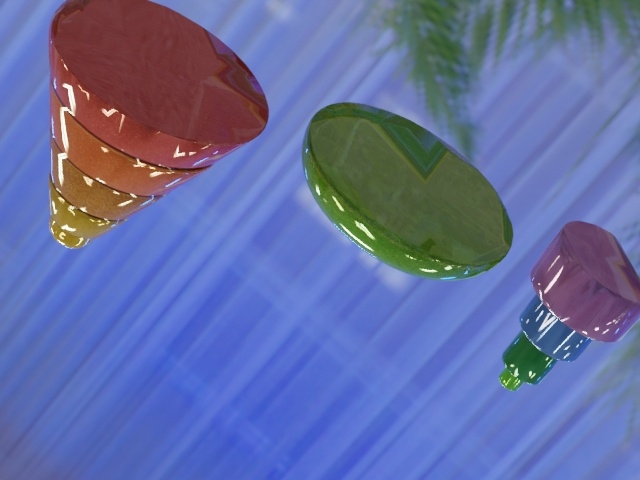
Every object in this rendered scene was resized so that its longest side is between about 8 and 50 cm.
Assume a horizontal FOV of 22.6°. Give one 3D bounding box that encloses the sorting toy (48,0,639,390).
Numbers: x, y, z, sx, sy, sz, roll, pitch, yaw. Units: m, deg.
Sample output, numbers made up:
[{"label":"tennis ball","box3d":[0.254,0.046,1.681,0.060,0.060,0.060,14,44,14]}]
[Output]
[{"label":"sorting toy","box3d":[0.000,0.000,0.874,0.365,0.126,0.127,23,-148,-19]}]
